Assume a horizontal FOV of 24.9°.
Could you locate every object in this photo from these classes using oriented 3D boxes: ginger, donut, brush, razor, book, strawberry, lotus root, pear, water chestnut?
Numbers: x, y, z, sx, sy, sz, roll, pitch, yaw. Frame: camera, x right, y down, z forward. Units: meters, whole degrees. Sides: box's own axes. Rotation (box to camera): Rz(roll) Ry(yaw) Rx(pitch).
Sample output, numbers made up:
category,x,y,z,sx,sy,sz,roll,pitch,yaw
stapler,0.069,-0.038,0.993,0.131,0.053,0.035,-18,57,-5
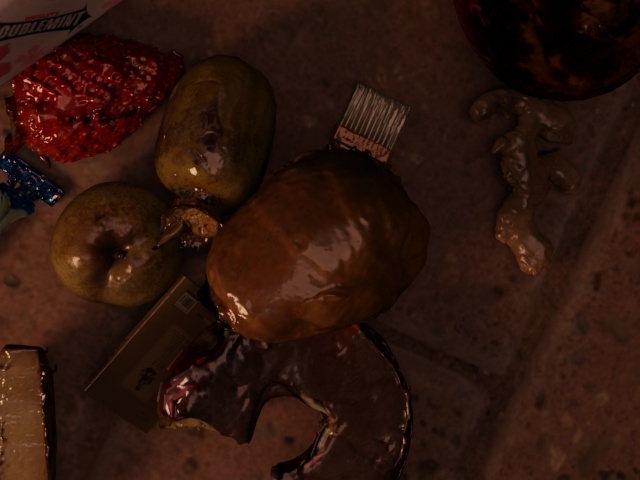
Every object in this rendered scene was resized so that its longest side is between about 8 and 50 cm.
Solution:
category,x,y,z,sx,sy,sz,roll,pitch,yaw
ginger,0.294,-0.086,1.961,0.149,0.065,0.259,-15,96,-12
donut,-0.031,0.203,1.881,0.345,0.136,0.259,35,83,-19
ginger,0.002,0.002,1.720,0.269,0.200,0.223,-2,119,-47
brush,0.021,-0.054,1.934,0.090,0.017,0.314,25,91,-12
razor,-0.456,0.040,1.830,0.093,0.056,0.324,37,88,-14
book,-0.203,0.148,1.872,0.199,0.016,0.138,-48,136,-3
strawberry,-0.282,-0.175,1.819,0.228,0.098,0.174,-1,96,-10
lotus root,-0.365,0.231,1.809,0.074,0.170,0.261,1,105,-4
pear,-0.254,0.007,1.822,0.167,0.136,0.167,-1,94,-12
lotus root,-0.132,-0.105,1.795,0.154,0.154,0.278,21,60,-12
water chestnut,0.317,-0.360,1.839,0.350,0.302,0.350,-15,134,-16

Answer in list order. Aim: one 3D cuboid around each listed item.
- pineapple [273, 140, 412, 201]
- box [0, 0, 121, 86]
category,x,y,z,sx,sy,sz,roll,pitch,yaw
pineapple,0.018,-0.027,1.890,0.224,0.076,0.225,-2,102,-11
box,-0.401,-0.251,1.684,0.369,0.190,0.112,-37,74,-2
